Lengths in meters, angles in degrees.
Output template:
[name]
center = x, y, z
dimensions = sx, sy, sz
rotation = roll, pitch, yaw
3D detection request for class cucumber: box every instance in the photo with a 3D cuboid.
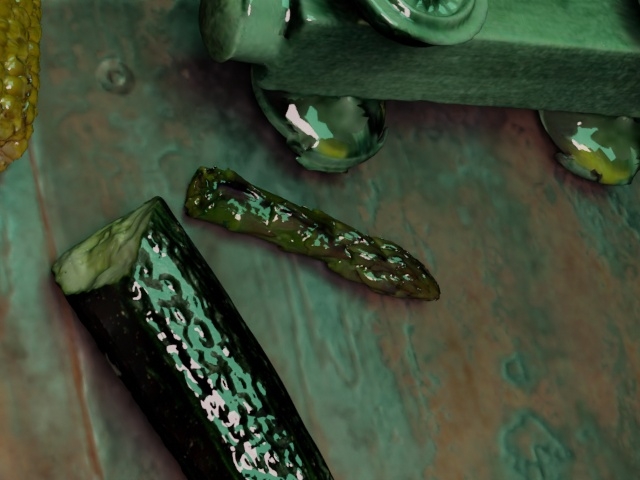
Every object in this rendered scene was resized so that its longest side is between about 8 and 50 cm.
[cucumber]
center = -0.050, 0.090, 0.823
dimensions = 0.074, 0.074, 0.241
rotation = -31, 85, -36

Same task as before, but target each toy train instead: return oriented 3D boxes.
[toy train]
center = 0.102, -0.179, 0.993
dimensions = 0.397, 0.160, 0.253
rotation = 1, 60, -27

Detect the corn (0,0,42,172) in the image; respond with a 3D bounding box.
[corn]
center = -0.195, -0.165, 0.852
dimensions = 0.106, 0.106, 0.293
rotation = 9, 62, -25

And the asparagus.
[asparagus]
center = 0.000, 0.000, 0.921
dimensions = 0.165, 0.030, 0.036
rotation = 24, 33, -14
